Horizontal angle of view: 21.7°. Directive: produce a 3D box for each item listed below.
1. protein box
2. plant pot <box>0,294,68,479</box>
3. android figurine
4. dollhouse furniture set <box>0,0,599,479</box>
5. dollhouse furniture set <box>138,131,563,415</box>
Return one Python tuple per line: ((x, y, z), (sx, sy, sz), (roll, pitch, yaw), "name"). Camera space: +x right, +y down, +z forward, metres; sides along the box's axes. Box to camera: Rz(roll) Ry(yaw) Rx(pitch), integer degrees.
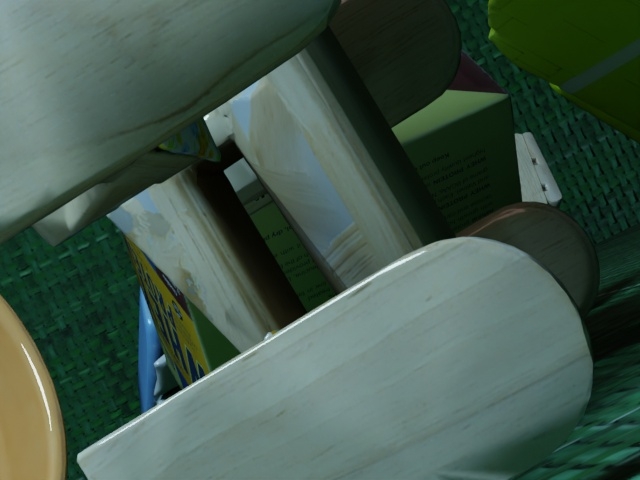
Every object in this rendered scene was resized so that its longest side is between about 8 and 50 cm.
((0.000, 0.000, 0.954), (0.199, 0.136, 0.201), (-25, -47, -13), "protein box")
((-0.309, 0.140, 0.905), (0.291, 0.291, 0.203), (-23, -20, -46), "plant pot")
((0.195, -0.102, 0.811), (0.056, 0.272, 0.248), (-68, 13, -20), "android figurine")
((0.007, -0.113, 0.631), (0.256, 0.394, 0.362), (-32, -3, 10), "dollhouse furniture set")
((0.020, 0.101, 1.237), (0.286, 0.198, 0.303), (-4, -40, -13), "dollhouse furniture set")
